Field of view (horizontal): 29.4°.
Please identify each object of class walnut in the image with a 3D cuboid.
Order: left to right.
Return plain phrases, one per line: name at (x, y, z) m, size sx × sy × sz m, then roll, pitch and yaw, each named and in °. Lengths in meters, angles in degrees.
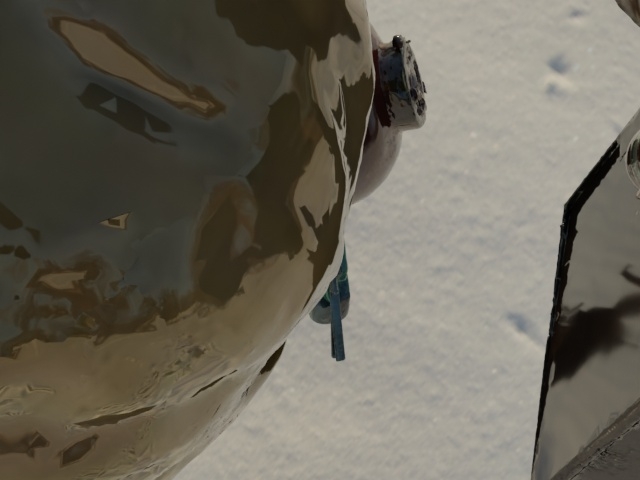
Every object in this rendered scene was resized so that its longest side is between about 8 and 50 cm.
walnut at (-0.160, -0.063, 0.456) m, size 0.381 × 0.381 × 0.381 m, roll 12°, pitch 52°, yaw -16°

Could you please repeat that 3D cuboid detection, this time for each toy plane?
toy plane at (0.000, 0.000, 1.230) m, size 0.060 × 0.235 × 0.096 m, roll -9°, pitch 19°, yaw -7°

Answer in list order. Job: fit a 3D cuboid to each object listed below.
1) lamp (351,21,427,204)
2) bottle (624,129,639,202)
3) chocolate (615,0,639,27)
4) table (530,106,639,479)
lamp at (-0.044, -0.098, 0.968) m, size 0.258 × 0.180 × 0.180 m, roll -9°, pitch 50°, yaw 17°
bottle at (0.159, -0.037, 0.505) m, size 0.063 × 0.101 × 0.047 m, roll -16°, pitch 88°, yaw -7°
chocolate at (0.135, -0.160, 0.423) m, size 0.093 × 0.214 × 0.148 m, roll -29°, pitch 90°, yaw 3°
table at (0.311, 0.065, 0.778) m, size 0.281 × 0.196 × 0.251 m, roll 17°, pitch 55°, yaw -5°
